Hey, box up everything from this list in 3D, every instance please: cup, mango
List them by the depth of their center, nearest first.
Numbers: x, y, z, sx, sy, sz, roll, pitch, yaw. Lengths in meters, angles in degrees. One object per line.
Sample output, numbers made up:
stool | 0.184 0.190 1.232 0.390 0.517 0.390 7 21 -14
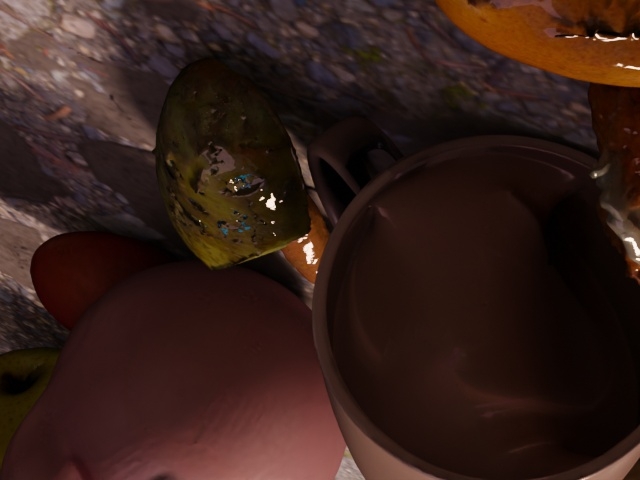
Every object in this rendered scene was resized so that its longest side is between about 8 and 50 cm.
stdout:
mango | 0.111 -0.101 0.665 0.159 0.084 0.105 28 163 -6
cup | 0.077 0.047 0.932 0.253 0.191 0.200 51 168 19

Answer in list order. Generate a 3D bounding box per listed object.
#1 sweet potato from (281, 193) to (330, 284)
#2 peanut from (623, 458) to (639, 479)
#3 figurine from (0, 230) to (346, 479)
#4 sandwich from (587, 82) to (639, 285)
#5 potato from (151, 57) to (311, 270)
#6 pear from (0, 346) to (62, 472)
sweet potato | -0.004 0.002 1.069 0.044 0.044 0.179 3 147 43
peanut | 0.205 0.246 1.251 0.174 0.158 0.340 1 171 -22
figurine | -0.085 0.109 1.204 0.269 0.261 0.211 35 128 -20
sandwich | 0.204 0.009 0.777 0.160 0.109 0.185 9 152 31
potato | -0.065 -0.032 0.993 0.119 0.054 0.198 50 159 2
pear | -0.246 0.241 1.569 0.294 0.294 0.294 22 158 9
